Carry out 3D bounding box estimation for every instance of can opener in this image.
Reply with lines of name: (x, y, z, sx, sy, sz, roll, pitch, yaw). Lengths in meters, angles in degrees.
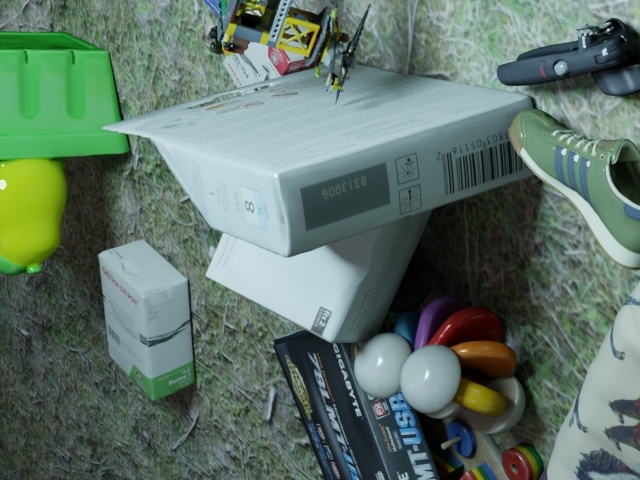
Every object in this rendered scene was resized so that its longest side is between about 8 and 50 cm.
can opener: (0.222, -0.161, 1.218, 0.186, 0.059, 0.073, 4, 112, 58)

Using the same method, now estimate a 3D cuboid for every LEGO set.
LEGO set: (0.025, -0.323, 1.358, 0.255, 0.192, 0.331, -107, 35, -63)

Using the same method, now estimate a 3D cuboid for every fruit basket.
fruit basket: (-0.509, -0.143, 2.152, 0.283, 0.392, 0.392, 29, 132, 50)

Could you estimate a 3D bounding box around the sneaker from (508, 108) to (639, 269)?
sneaker: (0.257, -0.070, 1.223, 0.192, 0.064, 0.086, 54, 140, 25)

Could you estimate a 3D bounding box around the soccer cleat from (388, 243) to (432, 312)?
soccer cleat: (0.023, 0.001, 1.641, 0.318, 0.108, 0.116, 33, 167, 34)

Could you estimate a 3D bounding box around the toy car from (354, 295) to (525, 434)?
toy car: (0.140, 0.130, 1.478, 0.182, 0.159, 0.136, 10, 80, 51)

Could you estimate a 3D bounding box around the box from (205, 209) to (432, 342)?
box: (0.000, 0.000, 1.496, 0.182, 0.119, 0.181, 26, 95, 24)

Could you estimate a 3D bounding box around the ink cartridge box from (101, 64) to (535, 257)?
ink cartridge box: (-0.012, -0.098, 1.399, 0.385, 0.308, 0.091, 18, 122, 55)

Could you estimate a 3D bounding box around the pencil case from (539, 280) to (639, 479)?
pencil case: (0.311, 0.181, 1.184, 0.183, 0.160, 0.410, 41, 142, 26)

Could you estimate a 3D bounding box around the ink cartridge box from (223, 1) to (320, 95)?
ink cartridge box: (-0.061, -0.227, 1.658, 0.099, 0.056, 0.135, 59, 149, 16)

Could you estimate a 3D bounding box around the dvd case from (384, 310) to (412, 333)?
dvd case: (0.108, 0.132, 1.646, 0.119, 0.013, 0.087, 61, 150, 16)

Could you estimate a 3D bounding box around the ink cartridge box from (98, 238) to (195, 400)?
ink cartridge box: (-0.292, 0.131, 2.239, 0.160, 0.092, 0.219, 38, 138, 43)

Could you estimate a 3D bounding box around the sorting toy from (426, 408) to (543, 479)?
sorting toy: (0.167, 0.284, 1.610, 0.132, 0.046, 0.274, 58, 149, 20)

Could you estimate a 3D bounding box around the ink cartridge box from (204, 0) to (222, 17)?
ink cartridge box: (-0.176, -0.453, 1.709, 0.186, 0.065, 0.311, 48, 146, 34)

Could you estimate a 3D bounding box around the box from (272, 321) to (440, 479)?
box: (0.051, 0.243, 1.701, 0.293, 0.073, 0.295, 155, 95, -73)
